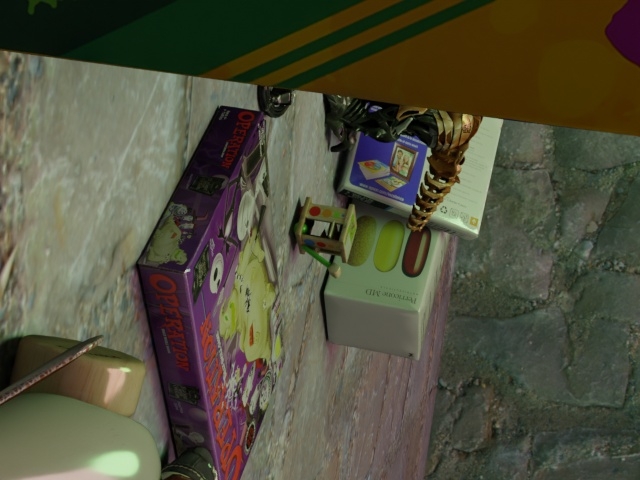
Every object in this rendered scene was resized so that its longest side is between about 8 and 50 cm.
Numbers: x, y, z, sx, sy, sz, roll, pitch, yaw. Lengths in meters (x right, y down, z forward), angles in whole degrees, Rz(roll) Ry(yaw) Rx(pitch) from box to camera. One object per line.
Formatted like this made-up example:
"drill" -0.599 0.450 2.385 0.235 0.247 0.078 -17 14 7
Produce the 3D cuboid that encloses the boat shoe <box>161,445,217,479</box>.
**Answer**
"boat shoe" -0.111 0.279 1.147 0.065 0.075 0.206 -58 150 -53

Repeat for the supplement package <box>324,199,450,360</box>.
"supplement package" 0.101 0.024 1.755 0.134 0.139 0.244 84 19 -54

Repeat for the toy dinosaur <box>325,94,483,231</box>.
"toy dinosaur" 0.126 -0.167 1.539 0.164 0.218 0.322 -15 113 -77

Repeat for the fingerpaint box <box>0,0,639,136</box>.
"fingerpaint box" 0.024 -0.195 0.707 0.445 0.371 0.163 -43 141 -69

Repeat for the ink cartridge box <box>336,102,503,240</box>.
"ink cartridge box" 0.140 -0.129 1.690 0.045 0.206 0.208 153 -46 -67

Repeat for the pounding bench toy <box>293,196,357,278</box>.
"pounding bench toy" 0.000 0.000 1.452 0.052 0.065 0.083 79 24 -60

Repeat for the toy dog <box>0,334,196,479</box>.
"toy dog" -0.149 0.145 0.668 0.334 0.161 0.220 -46 144 -69

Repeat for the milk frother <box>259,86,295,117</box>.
"milk frother" 0.014 -0.181 1.216 0.129 0.135 0.143 -26 128 -37

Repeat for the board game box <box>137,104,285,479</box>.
"board game box" -0.090 0.074 1.156 0.347 0.056 0.208 87 22 -45
